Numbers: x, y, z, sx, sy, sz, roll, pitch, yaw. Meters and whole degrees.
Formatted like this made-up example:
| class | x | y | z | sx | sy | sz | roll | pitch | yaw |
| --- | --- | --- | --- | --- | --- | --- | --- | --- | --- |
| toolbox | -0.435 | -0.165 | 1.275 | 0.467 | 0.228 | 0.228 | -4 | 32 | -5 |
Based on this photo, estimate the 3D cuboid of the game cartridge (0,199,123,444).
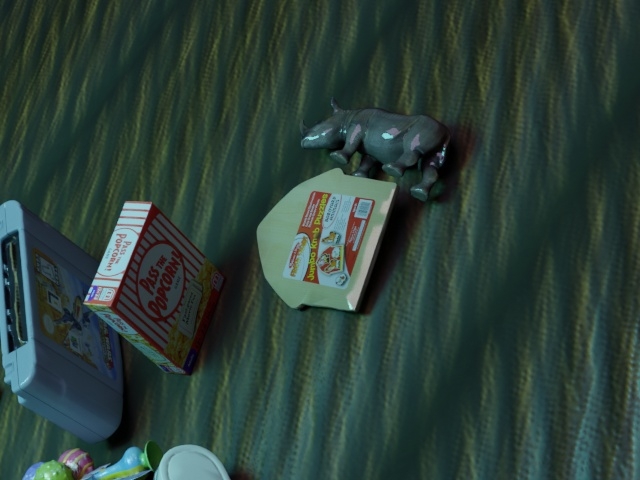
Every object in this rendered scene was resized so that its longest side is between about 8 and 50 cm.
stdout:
| class | x | y | z | sx | sy | sz | roll | pitch | yaw |
| --- | --- | --- | --- | --- | --- | --- | --- | --- | --- |
| game cartridge | -0.334 | 0.106 | 1.663 | 0.062 | 0.198 | 0.297 | -31 | 49 | 18 |

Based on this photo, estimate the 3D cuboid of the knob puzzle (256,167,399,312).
| class | x | y | z | sx | sy | sz | roll | pitch | yaw |
| --- | --- | --- | --- | --- | --- | --- | --- | --- | --- |
| knob puzzle | 0.000 | 0.000 | 1.656 | 0.213 | 0.030 | 0.213 | -15 | 62 | 30 |

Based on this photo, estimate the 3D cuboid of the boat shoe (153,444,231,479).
| class | x | y | z | sx | sy | sz | roll | pitch | yaw |
| --- | --- | --- | --- | --- | --- | --- | --- | --- | --- |
| boat shoe | -0.121 | 0.388 | 1.449 | 0.099 | 0.116 | 0.319 | -60 | 42 | 43 |

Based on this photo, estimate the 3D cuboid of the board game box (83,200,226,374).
| class | x | y | z | sx | sy | sz | roll | pitch | yaw |
| --- | --- | --- | --- | --- | --- | --- | --- | --- | --- |
| board game box | -0.204 | 0.062 | 1.625 | 0.045 | 0.193 | 0.147 | 3 | 62 | 31 |

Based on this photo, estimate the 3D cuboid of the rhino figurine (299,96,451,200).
| class | x | y | z | sx | sy | sz | roll | pitch | yaw |
| --- | --- | --- | --- | --- | --- | --- | --- | --- | --- |
| rhino figurine | 0.065 | -0.130 | 1.684 | 0.243 | 0.073 | 0.106 | 18 | 63 | 39 |

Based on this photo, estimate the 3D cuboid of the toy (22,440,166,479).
| class | x | y | z | sx | sy | sz | roll | pitch | yaw |
| --- | --- | --- | --- | --- | --- | --- | --- | --- | --- |
| toy | -0.302 | 0.285 | 1.570 | 0.237 | 0.137 | 0.056 | -16 | 90 | 17 |
